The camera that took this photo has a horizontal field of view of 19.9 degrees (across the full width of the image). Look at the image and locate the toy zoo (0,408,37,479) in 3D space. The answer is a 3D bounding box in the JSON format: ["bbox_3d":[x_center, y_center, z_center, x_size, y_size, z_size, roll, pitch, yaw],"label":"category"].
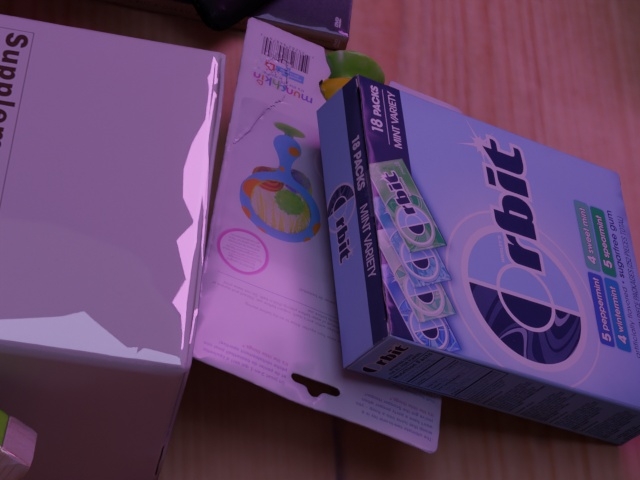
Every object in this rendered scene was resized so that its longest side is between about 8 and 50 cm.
[{"bbox_3d":[-0.286,0.071,0.711,0.293,0.192,0.030,34,20,-17],"label":"toy zoo"}]

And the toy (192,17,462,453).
[{"bbox_3d":[0.000,0.000,0.954,0.137,0.056,0.237,23,50,-17],"label":"toy"}]

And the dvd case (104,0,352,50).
[{"bbox_3d":[-0.084,-0.203,1.098,0.221,0.018,0.164,11,56,-7],"label":"dvd case"}]

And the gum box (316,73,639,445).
[{"bbox_3d":[0.089,0.012,0.944,0.184,0.041,0.157,18,51,-32],"label":"gum box"}]

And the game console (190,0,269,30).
[{"bbox_3d":[-0.061,-0.187,1.075,0.122,0.071,0.107,-39,103,-31],"label":"game console"}]

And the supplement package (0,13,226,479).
[{"bbox_3d":[-0.205,0.006,0.831,0.293,0.177,0.175,10,56,-8],"label":"supplement package"}]
